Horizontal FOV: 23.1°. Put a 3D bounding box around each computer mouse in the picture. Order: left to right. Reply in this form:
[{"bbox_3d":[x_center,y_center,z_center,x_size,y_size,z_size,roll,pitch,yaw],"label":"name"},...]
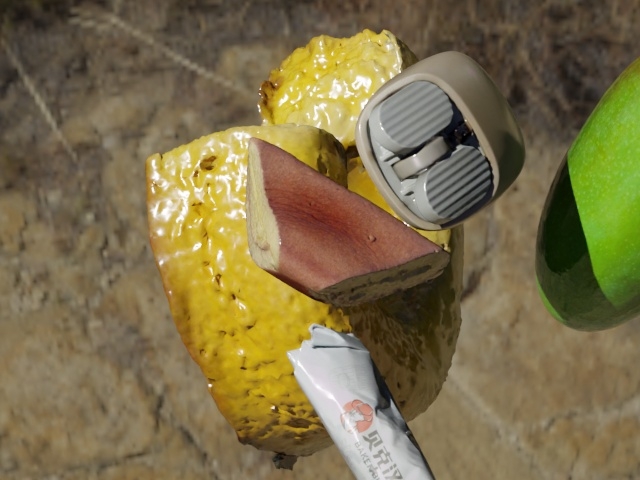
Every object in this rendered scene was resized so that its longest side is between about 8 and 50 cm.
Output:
[{"bbox_3d":[0.117,-0.095,1.414,0.145,0.082,0.236,60,31,-2],"label":"computer mouse"}]

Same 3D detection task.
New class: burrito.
[{"bbox_3d":[0.046,0.154,1.175,0.064,0.064,0.203,-26,71,-21],"label":"burrito"}]

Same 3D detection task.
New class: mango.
[{"bbox_3d":[0.347,-0.058,1.546,0.201,0.382,0.225,44,30,21],"label":"mango"}]

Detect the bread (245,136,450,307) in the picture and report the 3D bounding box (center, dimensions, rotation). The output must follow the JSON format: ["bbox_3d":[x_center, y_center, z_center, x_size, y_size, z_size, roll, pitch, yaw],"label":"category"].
[{"bbox_3d":[0.000,0.000,1.245,0.192,0.067,0.119,34,45,2],"label":"bread"}]

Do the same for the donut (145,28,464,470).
[{"bbox_3d":[0.025,0.005,1.509,0.164,0.377,0.435,-10,26,26],"label":"donut"}]
